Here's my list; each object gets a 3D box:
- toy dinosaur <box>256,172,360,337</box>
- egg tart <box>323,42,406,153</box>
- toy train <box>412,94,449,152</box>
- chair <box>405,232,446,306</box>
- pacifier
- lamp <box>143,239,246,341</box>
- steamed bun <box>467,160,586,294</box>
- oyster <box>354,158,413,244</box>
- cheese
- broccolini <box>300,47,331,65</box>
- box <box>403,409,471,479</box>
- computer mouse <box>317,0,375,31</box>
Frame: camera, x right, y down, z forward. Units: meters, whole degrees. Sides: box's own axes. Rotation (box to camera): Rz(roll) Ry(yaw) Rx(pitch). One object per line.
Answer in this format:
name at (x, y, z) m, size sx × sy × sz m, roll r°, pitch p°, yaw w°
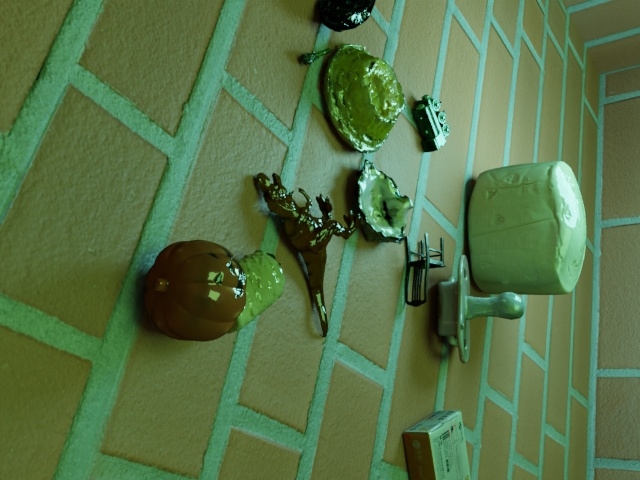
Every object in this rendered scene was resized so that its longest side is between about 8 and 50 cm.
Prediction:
toy dinosaur at (0.000, 0.000, 1.601) m, size 0.208 × 0.097 × 0.432 m, roll -40°, pitch 113°, yaw -33°
egg tart at (0.132, -0.385, 1.824) m, size 0.315 × 0.120 × 0.315 m, roll 12°, pitch 74°, yaw -50°
toy train at (0.349, -0.373, 2.148) m, size 0.111 × 0.071 × 0.170 m, roll -44°, pitch 118°, yaw -39°
chair at (0.307, 0.093, 1.996) m, size 0.101 × 0.084 × 0.213 m, roll 13°, pitch 73°, yaw -47°
pacifier at (0.461, 0.208, 2.073) m, size 0.220 × 0.273 × 0.332 m, roll 13°, pitch 72°, yaw -34°
lamp at (-0.231, 0.088, 1.211) m, size 0.164 × 0.187 × 0.188 m, roll 14°, pitch 73°, yaw -50°
steamed bun at (0.724, -0.031, 2.326) m, size 0.290 × 0.371 × 0.456 m, roll 23°, pitch 69°, yaw -50°
oyster at (0.168, -0.093, 1.849) m, size 0.259 × 0.092 × 0.198 m, roll 35°, pitch 57°, yaw -33°
cheese at (-0.154, 0.101, 1.381) m, size 0.167 × 0.093 × 0.123 m, roll -35°, pitch 113°, yaw -49°
broccolini at (-0.008, -0.476, 1.725) m, size 0.030 × 0.035 × 0.140 m, roll 37°, pitch 38°, yaw 10°
box at (0.341, 0.642, 1.931) m, size 0.220 × 0.091 × 0.274 m, roll -4°, pitch 87°, yaw -54°
computer mouse at (0.073, -0.611, 1.790) m, size 0.078 × 0.146 × 0.242 m, roll 86°, pitch 26°, yaw -45°
